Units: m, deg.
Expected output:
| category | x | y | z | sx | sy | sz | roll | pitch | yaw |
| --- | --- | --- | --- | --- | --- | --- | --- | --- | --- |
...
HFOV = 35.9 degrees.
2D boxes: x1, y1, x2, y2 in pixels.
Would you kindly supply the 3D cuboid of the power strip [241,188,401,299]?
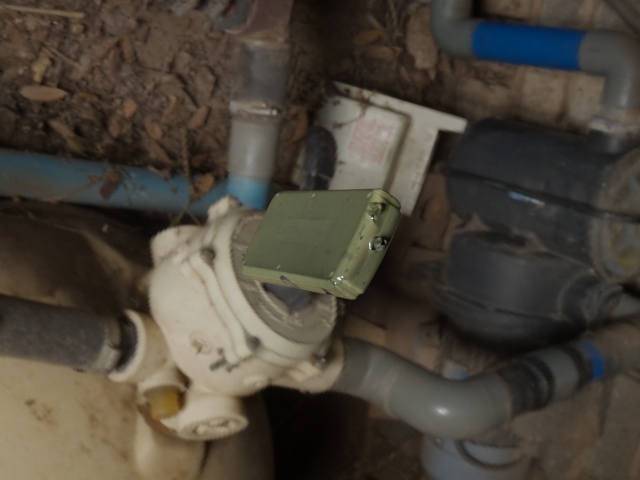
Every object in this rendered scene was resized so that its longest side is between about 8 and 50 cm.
| category | x | y | z | sx | sy | sz | roll | pitch | yaw |
| --- | --- | --- | --- | --- | --- | --- | --- | --- | --- |
| power strip | 0.000 | 0.000 | 0.698 | 0.028 | 0.169 | 0.076 | 33 | 77 | -27 |
